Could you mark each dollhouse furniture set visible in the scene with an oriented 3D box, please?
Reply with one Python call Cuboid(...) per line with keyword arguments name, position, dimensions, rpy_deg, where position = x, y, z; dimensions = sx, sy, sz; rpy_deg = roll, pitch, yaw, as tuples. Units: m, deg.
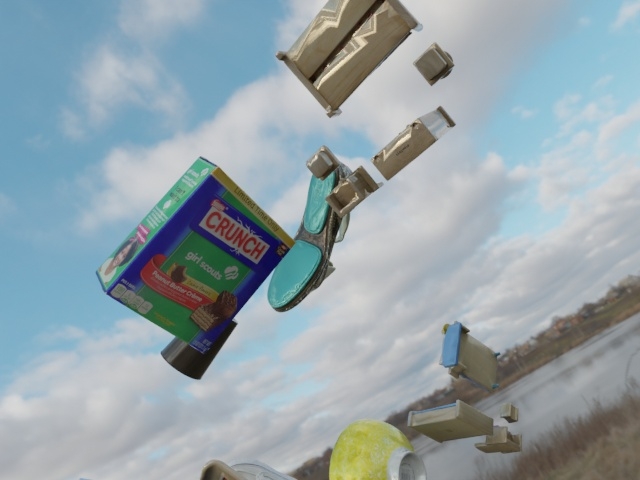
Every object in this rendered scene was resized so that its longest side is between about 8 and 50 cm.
Cuboid(name="dollhouse furniture set", position=(0.051, -0.276, 0.881), dimensions=(0.303, 0.356, 0.174), rpy_deg=(-40, -1, 29))
Cuboid(name="dollhouse furniture set", position=(0.432, 0.440, 1.537), dimensions=(0.286, 0.304, 0.198), rpy_deg=(32, -39, -20))

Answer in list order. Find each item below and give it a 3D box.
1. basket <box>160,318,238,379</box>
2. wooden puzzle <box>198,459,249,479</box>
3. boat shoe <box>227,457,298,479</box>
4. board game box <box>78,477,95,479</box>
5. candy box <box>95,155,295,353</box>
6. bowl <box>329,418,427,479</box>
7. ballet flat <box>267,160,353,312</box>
Cuboid(name="basket", position=(-0.398, 0.331, 1.730), dimensions=(0.227, 0.154, 0.204), rpy_deg=(-52, -22, -7))
Cuboid(name="wooden puzzle", position=(-0.199, 0.781, 1.407), dimensions=(0.080, 0.347, 0.322), rpy_deg=(-53, -13, -51))
Cuboid(name="boat shoe", position=(-0.181, 0.786, 1.634), dimensions=(0.096, 0.267, 0.088), rpy_deg=(-58, 11, 9))
Cuboid(name="board game box", position=(-0.456, 0.549, 0.990), dimensions=(0.103, 0.154, 0.026), rpy_deg=(-5, -40, 22))
Cuboid(name="candy box", position=(-0.247, 0.033, 1.065), dimensions=(0.317, 0.122, 0.268), rpy_deg=(-51, -51, -8))
Cuboid(name="bowl", position=(0.177, 0.603, 1.312), dimensions=(0.289, 0.290, 0.156), rpy_deg=(-4, -16, -45))
Cuboid(name="ballet flat", position=(0.000, 0.000, 1.550), dimensions=(0.182, 0.164, 0.484), rpy_deg=(14, -81, -50))
